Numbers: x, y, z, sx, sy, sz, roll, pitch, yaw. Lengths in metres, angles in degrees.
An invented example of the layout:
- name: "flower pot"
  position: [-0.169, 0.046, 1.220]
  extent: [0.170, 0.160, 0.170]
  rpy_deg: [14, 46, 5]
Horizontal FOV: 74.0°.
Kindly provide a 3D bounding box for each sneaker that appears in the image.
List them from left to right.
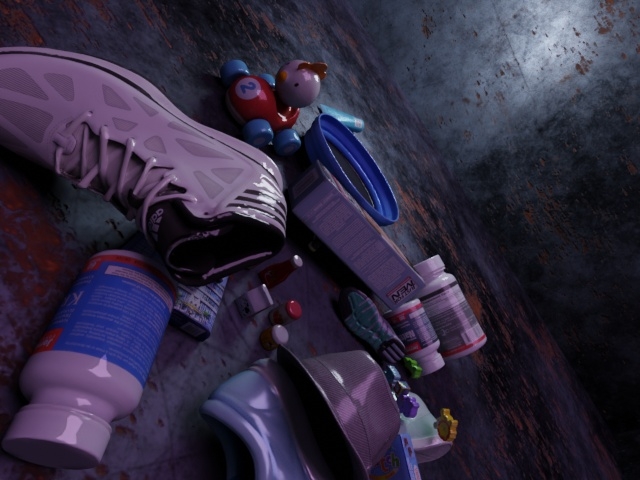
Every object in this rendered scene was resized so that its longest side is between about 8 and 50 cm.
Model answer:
- name: "sneaker"
  position: [-0.231, -0.093, 0.539]
  extent: [0.446, 0.169, 0.258]
  rpy_deg: [20, 23, -25]
- name: "sneaker"
  position: [-0.062, 0.362, 0.585]
  extent: [0.150, 0.135, 0.366]
  rpy_deg: [-18, 76, -40]
- name: "sneaker"
  position: [0.000, 0.000, 1.050]
  extent: [0.031, 0.035, 0.083]
  rpy_deg: [52, 32, -13]
- name: "sneaker"
  position: [0.116, 0.197, 1.032]
  extent: [0.224, 0.083, 0.098]
  rpy_deg: [53, 7, -11]
- name: "sneaker"
  position: [0.139, 0.387, 0.886]
  extent: [0.255, 0.094, 0.151]
  rpy_deg: [11, 27, -33]

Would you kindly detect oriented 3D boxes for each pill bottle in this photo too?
- name: "pill bottle"
  position: [-0.254, 0.129, 0.487]
  extent: [0.124, 0.124, 0.222]
  rpy_deg: [39, 35, -30]
- name: "pill bottle"
  position: [0.249, 0.255, 1.116]
  extent: [0.107, 0.107, 0.180]
  rpy_deg: [-8, 70, -57]
- name: "pill bottle"
  position: [0.355, 0.199, 1.266]
  extent: [0.161, 0.161, 0.284]
  rpy_deg: [-10, 72, -57]

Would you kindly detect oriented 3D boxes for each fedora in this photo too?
- name: "fedora"
  position: [0.038, 0.259, 0.654]
  extent: [0.124, 0.243, 0.276]
  rpy_deg: [-23, 125, -25]

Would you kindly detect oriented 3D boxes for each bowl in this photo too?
- name: "bowl"
  position: [0.095, -0.203, 1.286]
  extent: [0.391, 0.077, 0.391]
  rpy_deg: [42, 27, -28]

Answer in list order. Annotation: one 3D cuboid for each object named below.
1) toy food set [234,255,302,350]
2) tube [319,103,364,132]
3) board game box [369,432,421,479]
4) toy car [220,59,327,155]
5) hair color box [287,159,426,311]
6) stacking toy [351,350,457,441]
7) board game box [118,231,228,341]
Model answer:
- name: "toy food set"
  position: [-0.091, 0.074, 0.787]
  extent: [0.111, 0.104, 0.233]
  rpy_deg: [-9, 71, -57]
- name: "tube"
  position: [0.078, -0.436, 1.535]
  extent: [0.207, 0.052, 0.080]
  rpy_deg: [2, 57, -49]
- name: "board game box"
  position: [0.099, 0.443, 0.687]
  extent: [0.039, 0.160, 0.212]
  rpy_deg: [22, 47, -46]
- name: "toy car"
  position: [-0.092, -0.373, 1.046]
  extent: [0.210, 0.237, 0.220]
  rpy_deg: [1, 62, -55]
- name: "hair color box"
  position: [0.087, -0.012, 1.057]
  extent: [0.374, 0.113, 0.185]
  rpy_deg: [45, 11, -22]
- name: "stacking toy"
  position: [0.162, 0.317, 0.889]
  extent: [0.166, 0.052, 0.221]
  rpy_deg: [15, 19, -22]
- name: "board game box"
  position: [-0.224, 0.028, 0.681]
  extent: [0.194, 0.060, 0.194]
  rpy_deg: [40, 36, -28]
